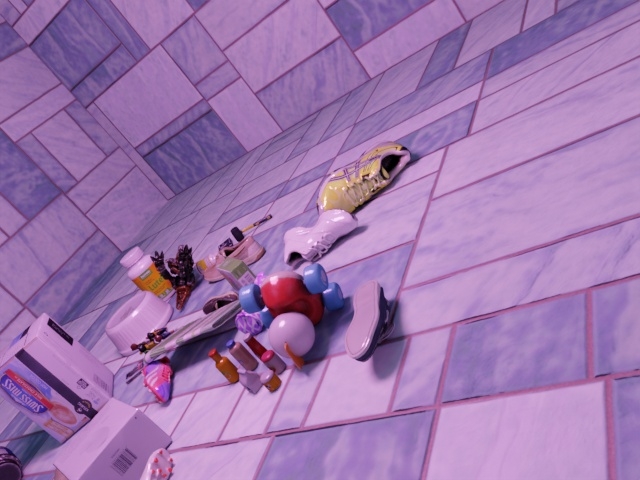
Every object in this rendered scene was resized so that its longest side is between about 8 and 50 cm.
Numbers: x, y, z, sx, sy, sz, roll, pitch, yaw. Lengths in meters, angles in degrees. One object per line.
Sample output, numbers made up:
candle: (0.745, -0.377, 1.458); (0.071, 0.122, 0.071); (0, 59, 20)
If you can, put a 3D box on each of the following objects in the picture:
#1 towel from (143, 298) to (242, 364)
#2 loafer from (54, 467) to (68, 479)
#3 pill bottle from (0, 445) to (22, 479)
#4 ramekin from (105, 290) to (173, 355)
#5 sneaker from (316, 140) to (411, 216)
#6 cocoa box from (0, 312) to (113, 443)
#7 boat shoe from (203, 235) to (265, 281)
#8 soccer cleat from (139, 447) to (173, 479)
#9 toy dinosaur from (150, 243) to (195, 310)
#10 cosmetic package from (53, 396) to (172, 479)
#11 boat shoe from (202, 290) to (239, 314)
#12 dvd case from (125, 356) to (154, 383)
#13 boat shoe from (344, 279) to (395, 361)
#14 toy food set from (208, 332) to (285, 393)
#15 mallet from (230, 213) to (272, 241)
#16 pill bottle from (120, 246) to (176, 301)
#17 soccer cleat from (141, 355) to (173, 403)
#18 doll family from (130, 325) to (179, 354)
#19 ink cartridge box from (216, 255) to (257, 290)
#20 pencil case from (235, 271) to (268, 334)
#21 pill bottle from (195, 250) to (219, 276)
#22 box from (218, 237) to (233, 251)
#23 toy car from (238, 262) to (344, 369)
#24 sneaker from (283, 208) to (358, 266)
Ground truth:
towel: (-0.397, 0.288, 1.901); (0.324, 0.038, 0.248); (-27, 5, 26)
loafer: (-0.705, 0.666, 1.651); (0.102, 0.092, 0.268); (-22, 26, 37)
pill bottle: (-1.084, 0.778, 2.005); (0.219, 0.123, 0.123); (-8, 37, 53)
ramekin: (-0.728, 0.318, 2.351); (0.273, 0.127, 0.273); (-33, 22, 15)
sneaker: (0.140, -0.204, 1.964); (0.385, 0.145, 0.147); (-46, 21, -14)
cocoa box: (-0.925, 0.474, 2.049); (0.228, 0.347, 0.231); (-41, 22, -5)
boat shoe: (-0.351, 0.067, 2.280); (0.302, 0.098, 0.109); (-25, 25, 32)
soccer cleat: (-0.401, 0.573, 1.381); (0.076, 0.068, 0.196); (-35, 24, 19)
toy dinosaur: (-0.558, 0.135, 2.396); (0.164, 0.218, 0.322); (-28, 49, -12)
cosmetic package: (-0.547, 0.554, 1.553); (0.224, 0.138, 0.224); (-5, 39, 53)
boat shoe: (-0.348, 0.219, 2.025); (0.152, 0.056, 0.049); (-29, 18, 24)
dvd case: (-0.639, 0.449, 2.096); (0.119, 0.013, 0.087); (-38, 21, -2)
boat shoe: (0.111, 0.185, 1.306); (0.095, 0.079, 0.254); (-34, 19, 20)
toy food set: (-0.183, 0.306, 1.506); (0.111, 0.104, 0.232); (-49, 23, -25)
mallet: (-0.287, -0.054, 2.524); (0.189, 0.062, 0.039); (-21, 24, 4)
pill bottle: (-0.739, 0.148, 2.548); (0.136, 0.246, 0.136); (-33, 22, 15)
soccer cleat: (-0.493, 0.421, 1.825); (0.095, 0.083, 0.248); (-40, 18, -15)
doll family: (-0.585, 0.351, 2.077); (0.193, 0.076, 0.111); (-42, -16, 18)
ink cartridge box: (-0.297, 0.119, 2.070); (0.062, 0.109, 0.209); (-45, 22, -18)
pencil case: (-0.192, 0.191, 1.781); (0.086, 0.088, 0.206); (-25, 24, 27)
pill bottle: (-0.455, 0.094, 2.445); (0.116, 0.065, 0.065); (-33, 22, 14)
box: (-0.414, 0.024, 2.584); (0.067, 0.018, 0.083); (-38, 21, 1)
toy car: (-0.063, 0.214, 1.460); (0.219, 0.210, 0.238); (-18, 55, 16)
sneaker: (0.000, 0.000, 1.872); (0.297, 0.111, 0.129); (-28, 39, 36)
